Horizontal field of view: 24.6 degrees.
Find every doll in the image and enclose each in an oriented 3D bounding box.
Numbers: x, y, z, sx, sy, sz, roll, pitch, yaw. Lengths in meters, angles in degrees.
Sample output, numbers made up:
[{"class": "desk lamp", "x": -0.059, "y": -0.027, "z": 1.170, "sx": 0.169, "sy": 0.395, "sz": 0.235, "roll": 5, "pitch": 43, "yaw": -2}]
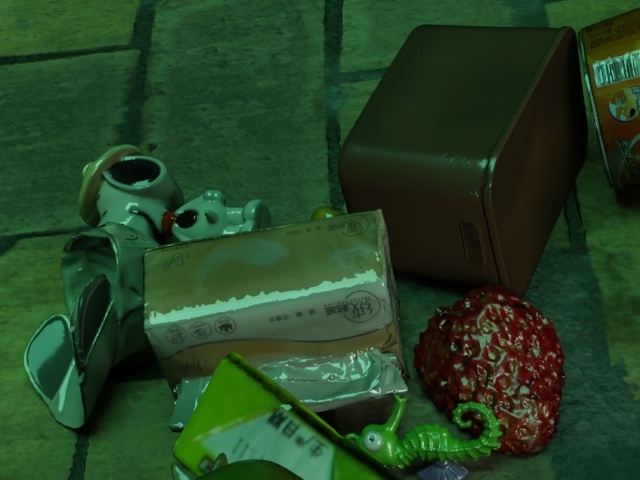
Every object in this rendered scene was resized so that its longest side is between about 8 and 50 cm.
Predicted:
[{"class": "doll", "x": -0.210, "y": -0.045, "z": 2.107, "sx": 0.271, "sy": 0.144, "sz": 0.208, "roll": -11, "pitch": 64, "yaw": 7}, {"class": "doll", "x": 0.121, "y": 0.237, "z": 1.739, "sx": 0.190, "sy": 0.115, "sz": 0.050, "roll": -5, "pitch": 8, "yaw": 11}]

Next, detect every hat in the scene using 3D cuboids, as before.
[{"class": "hat", "x": -0.284, "y": 0.112, "z": 1.931, "sx": 0.161, "sy": 0.232, "sz": 0.275, "roll": 21, "pitch": 63, "yaw": -15}]

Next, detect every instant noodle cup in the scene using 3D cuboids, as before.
[{"class": "instant noodle cup", "x": 0.475, "y": -0.204, "z": 1.989, "sx": 0.214, "sy": 0.296, "sz": 0.296, "roll": -11, "pitch": 43, "yaw": 15}]

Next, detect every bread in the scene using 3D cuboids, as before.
[{"class": "bread", "x": 0.000, "y": 0.001, "z": 2.058, "sx": 0.049, "sy": 0.103, "sz": 0.062, "roll": 29, "pitch": 14, "yaw": 24}]

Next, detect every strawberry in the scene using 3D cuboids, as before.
[{"class": "strawberry", "x": 0.216, "y": 0.146, "z": 1.804, "sx": 0.190, "sy": 0.111, "sz": 0.236, "roll": -15, "pitch": 44, "yaw": -5}]

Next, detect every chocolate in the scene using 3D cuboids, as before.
[{"class": "chocolate", "x": 0.007, "y": 0.297, "z": 1.575, "sx": 0.137, "sy": 0.301, "sz": 0.288, "roll": -46, "pitch": 51, "yaw": -12}]

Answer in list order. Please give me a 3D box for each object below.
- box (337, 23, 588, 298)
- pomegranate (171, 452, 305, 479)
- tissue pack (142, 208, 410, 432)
[{"class": "box", "x": 0.197, "y": -0.120, "z": 1.991, "sx": 0.229, "sy": 0.239, "sz": 0.339, "roll": 9, "pitch": 48, "yaw": 25}, {"class": "pomegranate", "x": -0.076, "y": 0.279, "z": 1.363, "sx": 0.181, "sy": 0.181, "sz": 0.224, "roll": -27, "pitch": 28, "yaw": -13}, {"class": "tissue pack", "x": -0.049, "y": 0.122, "z": 1.822, "sx": 0.305, "sy": 0.239, "sz": 0.239, "roll": -10, "pitch": 44, "yaw": 3}]
